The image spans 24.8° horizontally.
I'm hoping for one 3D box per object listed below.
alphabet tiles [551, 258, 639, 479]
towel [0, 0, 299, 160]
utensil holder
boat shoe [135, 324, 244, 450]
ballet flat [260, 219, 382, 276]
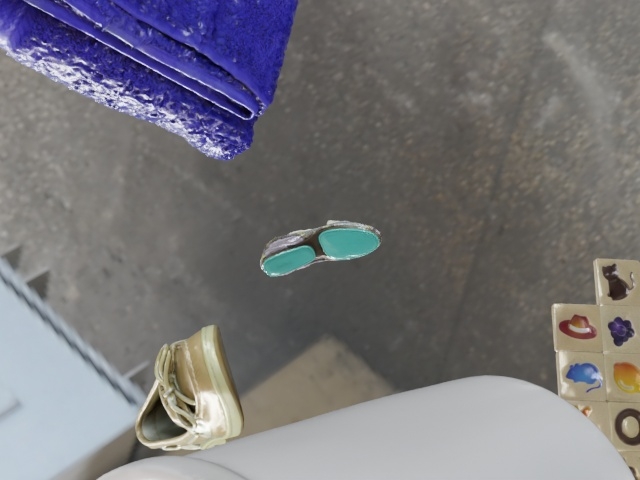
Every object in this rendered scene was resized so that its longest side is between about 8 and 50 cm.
[{"bbox_3d":[0.409,0.190,1.686,0.011,0.285,0.342,129,142,-69],"label":"alphabet tiles"},{"bbox_3d":[-0.133,-0.205,0.825,0.308,0.227,0.076,27,158,-31],"label":"towel"},{"bbox_3d":[0.037,0.291,1.135,0.328,0.385,0.327,9,103,44],"label":"utensil holder"},{"bbox_3d":[-0.073,0.085,0.783,0.153,0.048,0.056,122,134,-72],"label":"boat shoe"},{"bbox_3d":[0.000,0.000,1.308,0.114,0.041,0.041,-15,106,15],"label":"ballet flat"}]
